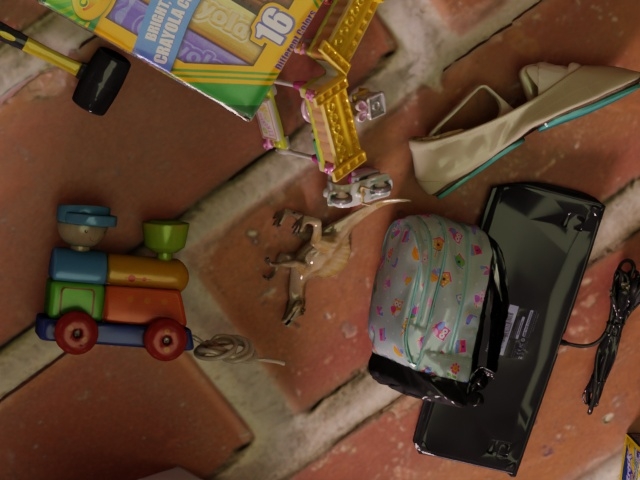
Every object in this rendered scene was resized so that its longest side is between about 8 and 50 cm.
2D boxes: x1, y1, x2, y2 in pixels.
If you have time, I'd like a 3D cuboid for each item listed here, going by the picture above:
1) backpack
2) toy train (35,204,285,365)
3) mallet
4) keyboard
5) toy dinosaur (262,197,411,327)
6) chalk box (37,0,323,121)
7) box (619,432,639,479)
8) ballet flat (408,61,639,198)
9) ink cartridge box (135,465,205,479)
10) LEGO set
[{"bbox_3d":[0.112,0.066,1.934,0.115,0.152,0.182,11,93,-28],"label":"backpack"},{"bbox_3d":[-0.150,0.043,1.901,0.248,0.105,0.143,5,93,-13],"label":"toy train"},{"bbox_3d":[-0.278,-0.176,1.833,0.189,0.039,0.062,19,105,-12],"label":"mallet"},{"bbox_3d":[0.230,0.099,2.029,0.201,0.033,0.317,14,105,-9],"label":"keyboard"},{"bbox_3d":[0.000,0.000,1.946,0.092,0.053,0.183,30,107,-35],"label":"toy dinosaur"},{"bbox_3d":[-0.152,-0.269,1.748,0.289,0.180,0.179,30,100,-20],"label":"chalk box"},{"bbox_3d":[0.416,0.245,2.102,0.168,0.054,0.059,1,107,-12],"label":"box"},{"bbox_3d":[0.199,-0.131,1.925,0.248,0.086,0.086,-29,111,-1],"label":"ballet flat"},{"bbox_3d":[-0.206,0.439,1.904,0.160,0.279,0.385,27,104,21],"label":"ink cartridge box"},{"bbox_3d":[0.003,-0.174,1.875,0.132,0.107,0.287,-11,109,-45],"label":"LEGO set"}]
